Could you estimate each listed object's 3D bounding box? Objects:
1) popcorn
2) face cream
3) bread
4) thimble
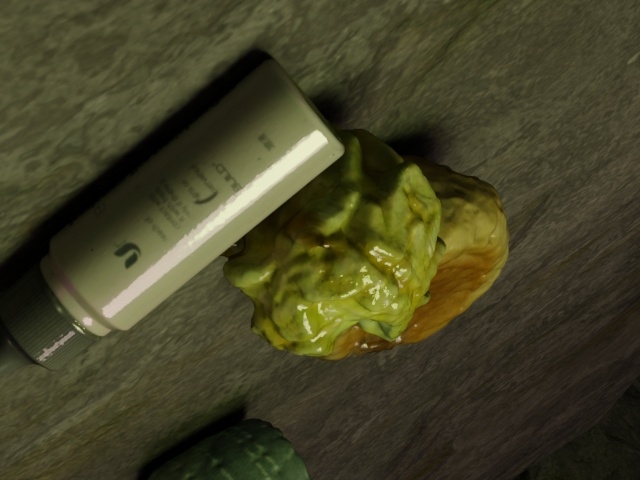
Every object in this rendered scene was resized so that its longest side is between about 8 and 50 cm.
[{"bbox_3d":[0.000,0.001,1.240,0.187,0.185,0.167,-28,147,-24],"label":"popcorn"},{"bbox_3d":[-0.127,-0.002,1.138,0.311,0.092,0.092,-40,161,6],"label":"face cream"},{"bbox_3d":[0.057,0.014,1.449,0.244,0.134,0.244,-30,161,-11],"label":"bread"},{"bbox_3d":[-0.095,0.324,1.793,0.172,0.205,0.250,-30,166,-17],"label":"thimble"}]
